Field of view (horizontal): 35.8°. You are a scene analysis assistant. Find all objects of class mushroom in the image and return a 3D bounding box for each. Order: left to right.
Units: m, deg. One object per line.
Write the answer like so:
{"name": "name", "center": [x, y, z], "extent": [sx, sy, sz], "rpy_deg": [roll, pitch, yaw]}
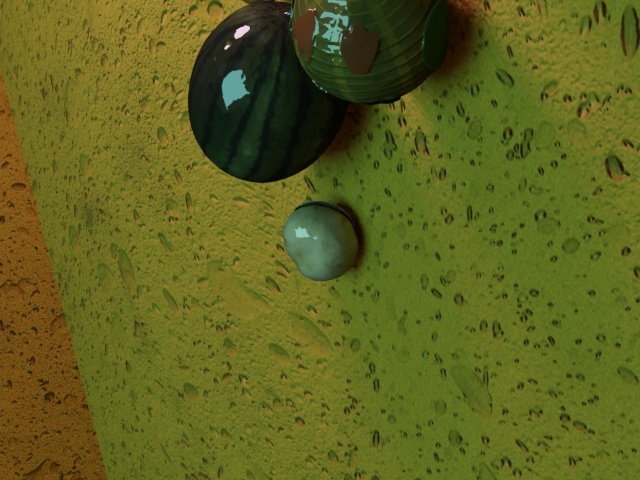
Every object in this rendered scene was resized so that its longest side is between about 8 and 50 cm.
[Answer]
{"name": "mushroom", "center": [0.000, 0.000, 1.868], "extent": [0.154, 0.122, 0.154], "rpy_deg": [8, 121, 13]}

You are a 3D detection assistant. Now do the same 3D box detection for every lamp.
{"name": "lamp", "center": [0.081, -0.321, 1.526], "extent": [0.250, 0.250, 0.284], "rpy_deg": [52, 179, 29]}

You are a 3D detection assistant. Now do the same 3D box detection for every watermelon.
{"name": "watermelon", "center": [-0.089, -0.264, 1.736], "extent": [0.279, 0.279, 0.359], "rpy_deg": [53, 142, 28]}

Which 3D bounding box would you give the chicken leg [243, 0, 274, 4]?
{"name": "chicken leg", "center": [-0.080, -0.519, 1.797], "extent": [0.085, 0.101, 0.207], "rpy_deg": [44, 116, 31]}
